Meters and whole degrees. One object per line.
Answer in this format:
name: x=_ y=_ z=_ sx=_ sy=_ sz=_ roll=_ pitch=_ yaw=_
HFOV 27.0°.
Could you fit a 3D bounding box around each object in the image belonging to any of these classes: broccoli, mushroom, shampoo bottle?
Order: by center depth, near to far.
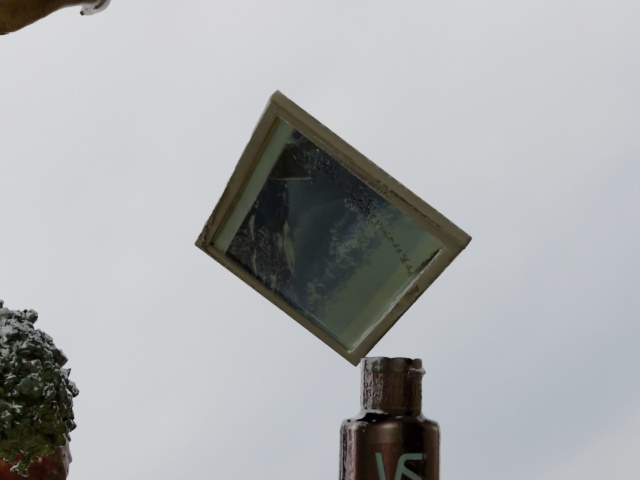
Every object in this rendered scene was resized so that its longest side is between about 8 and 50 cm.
broccoli: x=-0.390 y=0.162 z=1.356 sx=0.275 sy=0.198 sz=0.177 roll=-27 pitch=-37 yaw=12
mushroom: x=-0.286 y=-0.271 z=1.436 sx=0.094 sy=0.072 sz=0.210 roll=-3 pitch=15 yaw=32
shampoo bottle: x=0.079 y=0.294 z=1.513 sx=0.129 sy=0.323 sz=0.084 roll=5 pitch=-7 yaw=-21

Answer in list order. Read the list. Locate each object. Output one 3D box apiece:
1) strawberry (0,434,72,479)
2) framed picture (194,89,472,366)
strawberry: x=-0.460 y=0.208 z=1.707 sx=0.292 sy=0.343 sz=0.292 roll=9 pitch=-90 yaw=-71
framed picture: x=0.000 y=0.000 z=1.448 sx=0.022 sy=0.247 sz=0.335 roll=-52 pitch=-1 yaw=-32
